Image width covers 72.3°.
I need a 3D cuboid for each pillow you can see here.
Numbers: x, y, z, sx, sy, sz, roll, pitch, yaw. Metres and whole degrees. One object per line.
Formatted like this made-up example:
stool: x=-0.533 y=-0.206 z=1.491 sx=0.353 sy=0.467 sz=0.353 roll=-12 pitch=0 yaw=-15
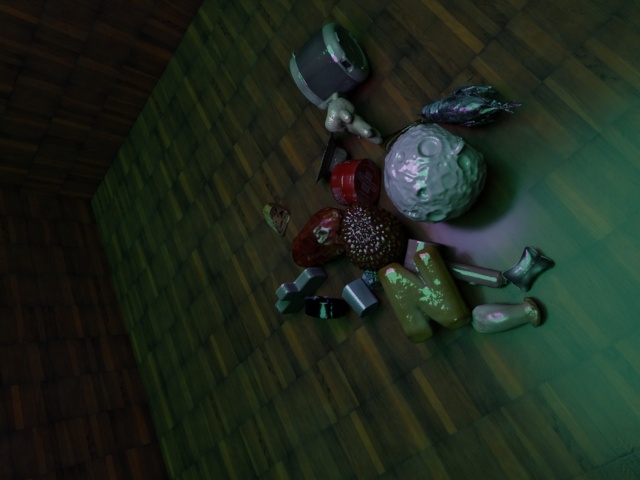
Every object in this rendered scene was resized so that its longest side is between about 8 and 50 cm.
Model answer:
pillow: x=0.646 y=0.090 z=1.374 sx=0.136 sy=0.091 sz=0.055 roll=-56 pitch=11 yaw=24

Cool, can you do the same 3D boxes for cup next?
cup: x=0.156 y=0.237 z=1.755 sx=0.129 sy=0.095 sz=0.128 roll=52 pitch=154 yaw=28

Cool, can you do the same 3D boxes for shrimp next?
shrimp: x=0.508 y=-0.473 z=1.491 sx=0.371 sy=0.137 sz=0.172 roll=5 pitch=105 yaw=42

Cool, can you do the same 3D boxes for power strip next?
power strip: x=-0.108 y=0.222 z=1.912 sx=0.265 sy=0.193 sz=0.059 roll=-50 pitch=60 yaw=24

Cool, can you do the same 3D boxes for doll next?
doll: x=0.122 y=-0.458 z=1.744 sx=0.149 sy=0.175 sz=0.278 roll=-38 pitch=52 yaw=-11

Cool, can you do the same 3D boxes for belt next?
belt: x=0.018 y=0.275 z=1.832 sx=0.198 sy=0.151 sz=0.078 roll=1 pitch=91 yaw=50

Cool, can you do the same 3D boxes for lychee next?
lychee: x=0.187 y=-0.024 z=1.633 sx=0.271 sy=0.271 sz=0.272 roll=-5 pitch=83 yaw=40

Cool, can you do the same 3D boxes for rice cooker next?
rice cooker: x=0.035 y=-0.718 z=1.836 sx=0.276 sy=0.288 sz=0.289 roll=-31 pitch=67 yaw=35

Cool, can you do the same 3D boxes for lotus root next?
lotus root: x=-0.214 y=-0.120 z=2.111 sx=0.135 sy=0.095 sz=0.160 roll=37 pitch=149 yaw=42

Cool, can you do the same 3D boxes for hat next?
hat: x=0.061 y=-0.343 z=1.872 sx=0.109 sy=0.252 sz=0.252 roll=18 pitch=100 yaw=-2

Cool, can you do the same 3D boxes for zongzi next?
zongzi: x=0.314 y=-0.416 z=1.702 sx=0.187 sy=0.084 sz=0.184 roll=-52 pitch=46 yaw=16

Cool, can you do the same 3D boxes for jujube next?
jujube: x=0.000 y=0.000 z=1.848 sx=0.342 sy=0.216 sz=0.217 roll=-37 pitch=63 yaw=47

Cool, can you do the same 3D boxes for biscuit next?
biscuit: x=0.346 y=0.185 z=1.477 sx=0.236 sy=0.062 sz=0.291 roll=-26 pitch=84 yaw=24

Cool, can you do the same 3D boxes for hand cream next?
hand cream: x=0.141 y=-0.229 z=1.750 sx=0.125 sy=0.193 sz=0.193 roll=3 pitch=87 yaw=39

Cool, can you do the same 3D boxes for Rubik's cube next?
Rubik's cube: x=0.216 y=0.141 z=1.712 sx=0.111 sy=0.093 sz=0.111 roll=-4 pitch=84 yaw=37

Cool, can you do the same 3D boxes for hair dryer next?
hair dryer: x=0.453 y=0.126 z=1.509 sx=0.352 sy=0.125 sz=0.211 roll=12 pitch=94 yaw=33

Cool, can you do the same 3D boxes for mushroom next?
mushroom: x=0.586 y=0.242 z=1.395 sx=0.212 sy=0.088 sz=0.097 roll=-22 pitch=44 yaw=32

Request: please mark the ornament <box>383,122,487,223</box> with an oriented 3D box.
ornament: x=0.368 y=-0.213 z=1.460 sx=0.336 sy=0.337 sz=0.338 roll=-5 pitch=83 yaw=40
